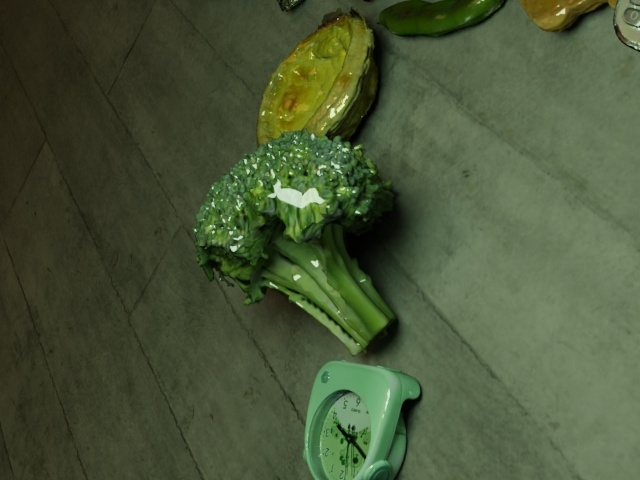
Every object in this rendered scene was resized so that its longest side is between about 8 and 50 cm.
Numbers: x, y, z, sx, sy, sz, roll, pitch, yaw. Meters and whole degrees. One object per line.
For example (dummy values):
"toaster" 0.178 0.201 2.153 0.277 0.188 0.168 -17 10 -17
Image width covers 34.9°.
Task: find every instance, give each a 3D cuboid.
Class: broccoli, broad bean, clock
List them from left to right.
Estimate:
"broccoli" -0.001 -0.022 1.363 0.249 0.302 0.375 -64 6 -26
"clock" 0.043 0.264 1.326 0.159 0.066 0.210 4 79 53
"broad bean" 0.163 -0.317 1.434 0.255 0.046 0.065 4 72 51

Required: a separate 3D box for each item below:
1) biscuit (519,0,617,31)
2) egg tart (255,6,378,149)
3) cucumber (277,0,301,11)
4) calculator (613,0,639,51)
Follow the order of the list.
"biscuit" 0.334 -0.402 1.244 0.269 0.051 0.375 -43 47 28
"egg tart" 0.002 -0.220 1.552 0.279 0.095 0.278 -38 36 34
"cucumber" -0.104 -0.507 1.752 0.067 0.067 0.245 -32 91 41
"calculator" 0.417 -0.301 1.069 0.177 0.040 0.268 32 100 35
